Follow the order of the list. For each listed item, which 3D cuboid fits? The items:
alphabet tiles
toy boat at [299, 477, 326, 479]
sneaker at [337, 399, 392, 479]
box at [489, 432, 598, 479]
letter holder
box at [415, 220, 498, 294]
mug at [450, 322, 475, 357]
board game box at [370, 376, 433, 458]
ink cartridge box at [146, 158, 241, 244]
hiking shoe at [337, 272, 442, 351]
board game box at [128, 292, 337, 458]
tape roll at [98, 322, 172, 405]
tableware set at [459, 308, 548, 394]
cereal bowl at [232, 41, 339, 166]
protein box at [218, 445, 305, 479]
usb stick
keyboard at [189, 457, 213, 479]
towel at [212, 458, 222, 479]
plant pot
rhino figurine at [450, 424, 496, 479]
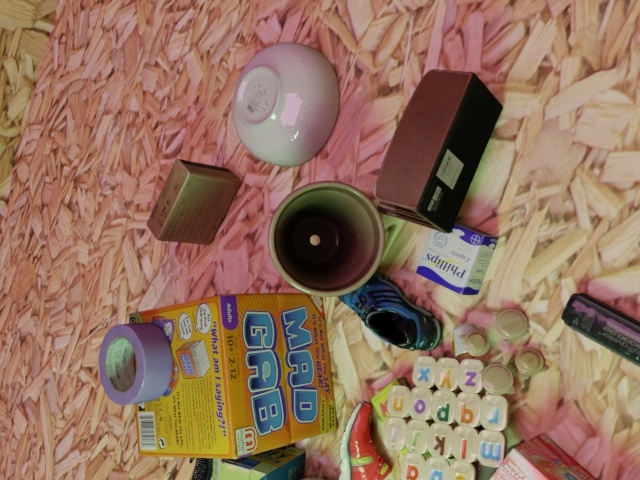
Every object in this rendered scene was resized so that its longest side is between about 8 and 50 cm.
[{"bbox_3d":[0.261,0.388,1.359,0.284,0.021,0.277,-4,70,39],"label":"alphabet tiles"},{"bbox_3d":[-0.024,0.698,1.545,0.151,0.151,0.230,5,92,2],"label":"toy boat"},{"bbox_3d":[0.113,0.516,1.519,0.119,0.107,0.278,5,94,21],"label":"sneaker"},{"bbox_3d":[0.462,0.520,1.174,0.300,0.154,0.142,41,113,33],"label":"box"},{"bbox_3d":[0.215,-0.199,1.377,0.215,0.152,0.301,21,86,42],"label":"letter holder"},{"bbox_3d":[0.295,0.033,1.392,0.126,0.072,0.137,26,105,38],"label":"box"},{"bbox_3d":[0.307,0.216,1.382,0.078,0.062,0.064,-23,65,29],"label":"mug"},{"bbox_3d":[0.200,0.416,1.468,0.092,0.043,0.181,-47,60,28],"label":"board game box"},{"bbox_3d":[-0.371,-0.109,1.874,0.088,0.193,0.234,44,114,35],"label":"ink cartridge box"},{"bbox_3d":[0.135,0.152,1.479,0.304,0.132,0.113,28,105,37],"label":"hiking shoe"},{"bbox_3d":[-0.221,0.331,1.619,0.357,0.357,0.356,-14,78,39],"label":"board game box"},{"bbox_3d":[-0.440,0.291,1.520,0.189,0.080,0.188,-4,84,39],"label":"tape roll"},{"bbox_3d":[0.375,0.227,1.313,0.141,0.020,0.168,-24,68,5],"label":"tableware set"},{"bbox_3d":[-0.119,-0.372,1.717,0.339,0.141,0.338,-2,86,39],"label":"cereal bowl"},{"bbox_3d":[-0.151,0.641,1.629,0.136,0.201,0.199,6,92,26],"label":"protein box"},{"bbox_3d":[0.577,0.187,1.168,0.278,0.045,0.077,32,115,36],"label":"usb stick"},{"bbox_3d":[-0.360,0.657,1.925,0.100,0.038,0.191,23,102,38],"label":"keyboard"},{"bbox_3d":[-0.261,0.684,1.832,0.152,0.023,0.113,23,115,45],"label":"towel"},{"bbox_3d":[0.000,0.000,1.518,0.229,0.263,0.262,167,104,-81],"label":"plant pot"},{"bbox_3d":[0.324,0.463,1.344,0.106,0.073,0.243,-3,78,44],"label":"rhino figurine"}]
